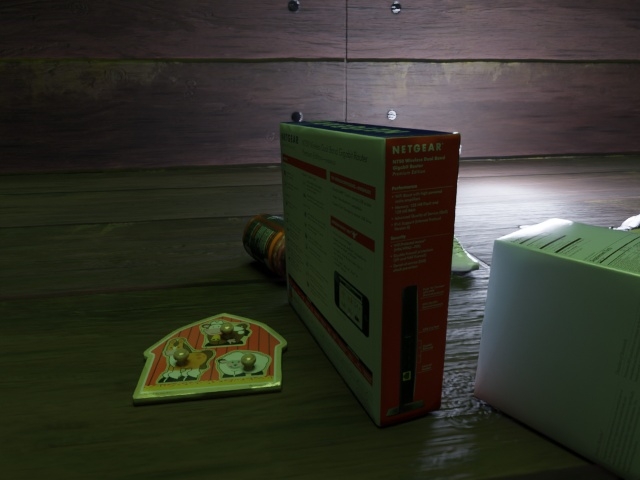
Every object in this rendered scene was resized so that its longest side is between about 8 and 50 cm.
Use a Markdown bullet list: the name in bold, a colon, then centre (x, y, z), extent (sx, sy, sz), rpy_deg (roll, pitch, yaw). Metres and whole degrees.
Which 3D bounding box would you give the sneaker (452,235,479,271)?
- **sneaker**: centre (0.269, 0.021, 0.890), extent (0.053, 0.061, 0.152), rpy_deg (-6, 20, -21)

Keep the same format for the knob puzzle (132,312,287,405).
- **knob puzzle**: centre (-0.142, 0.141, 0.586), extent (0.212, 0.030, 0.213), rpy_deg (-1, 18, 0)

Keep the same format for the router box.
- **router box**: centre (0.035, 0.004, 0.562), extent (0.082, 0.302, 0.335), rpy_deg (-8, 20, -19)

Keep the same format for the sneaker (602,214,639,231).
- **sneaker**: centre (0.573, 0.021, 0.836), extent (0.163, 0.086, 0.226), rpy_deg (-34, -25, 8)

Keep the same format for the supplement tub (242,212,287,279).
- **supplement tub**: centre (-0.071, 0.015, 0.848), extent (0.105, 0.106, 0.197), rpy_deg (-11, 21, -30)

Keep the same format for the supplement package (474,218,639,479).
- **supplement package**: centre (0.294, 0.098, 0.435), extent (0.149, 0.195, 0.203), rpy_deg (-14, 23, -38)

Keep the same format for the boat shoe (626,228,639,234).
- **boat shoe**: centre (0.600, 0.058, 0.681), extent (0.341, 0.124, 0.123), rpy_deg (5, 16, -4)
